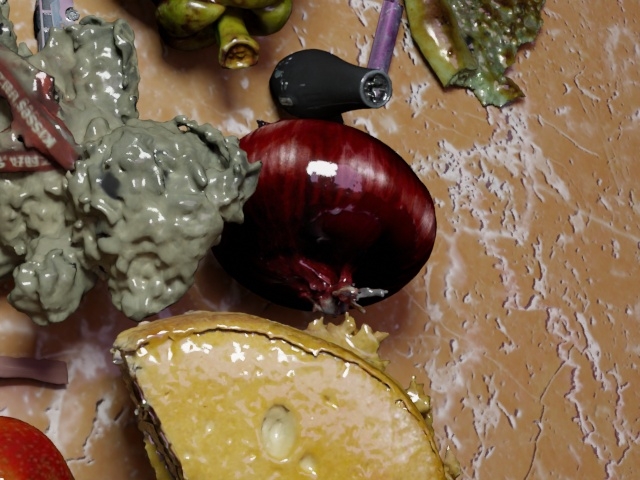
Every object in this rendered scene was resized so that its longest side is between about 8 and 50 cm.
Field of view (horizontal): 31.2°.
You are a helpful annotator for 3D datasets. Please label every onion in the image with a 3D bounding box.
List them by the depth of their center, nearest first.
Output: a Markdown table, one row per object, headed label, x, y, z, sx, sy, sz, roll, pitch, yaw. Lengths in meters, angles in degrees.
| label | x | y | z | sx | sy | sz | roll | pitch | yaw |
| --- | --- | --- | --- | --- | --- | --- | --- | --- | --- |
| onion | 0.000 | 0.000 | 1.300 | 0.273 | 0.273 | 0.285 | 16 | 48 | -22 |

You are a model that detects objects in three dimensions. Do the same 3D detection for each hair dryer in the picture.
| label | x | y | z | sx | sy | sz | roll | pitch | yaw |
| --- | --- | --- | --- | --- | --- | --- | --- | --- | --- |
| hair dryer | 0.048 | -0.116 | 1.451 | 0.091 | 0.235 | 0.271 | -36 | 115 | -21 |

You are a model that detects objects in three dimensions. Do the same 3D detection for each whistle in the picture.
| label | x | y | z | sx | sy | sz | roll | pitch | yaw |
| --- | --- | --- | --- | --- | --- | --- | --- | --- | --- |
| whistle | 0.090 | -0.280 | 1.609 | 0.033 | 0.033 | 0.176 | 25 | 61 | -18 |

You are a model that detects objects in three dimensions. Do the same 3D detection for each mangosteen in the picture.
| label | x | y | z | sx | sy | sz | roll | pitch | yaw |
| --- | --- | --- | --- | --- | --- | --- | --- | --- | --- |
| mangosteen | -0.140 | -0.387 | 1.398 | 0.297 | 0.313 | 0.297 | 4 | 34 | -3 |

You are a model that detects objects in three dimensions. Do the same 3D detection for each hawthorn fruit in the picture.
| label | x | y | z | sx | sy | sz | roll | pitch | yaw |
| --- | --- | --- | --- | --- | --- | --- | --- | --- | --- |
| hawthorn fruit | -0.327 | 0.247 | 1.102 | 0.188 | 0.169 | 0.169 | 49 | 56 | -5 |

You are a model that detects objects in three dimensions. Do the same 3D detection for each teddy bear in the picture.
| label | x | y | z | sx | sy | sz | roll | pitch | yaw |
| --- | --- | --- | --- | --- | --- | --- | --- | --- | --- |
| teddy bear | -0.248 | -0.077 | 1.165 | 0.224 | 0.368 | 0.357 | 42 | 55 | -59 |

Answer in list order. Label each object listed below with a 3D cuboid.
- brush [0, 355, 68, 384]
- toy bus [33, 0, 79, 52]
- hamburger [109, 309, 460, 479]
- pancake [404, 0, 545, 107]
| label | x | y | z | sx | sy | sz | roll | pitch | yaw |
| --- | --- | --- | --- | --- | --- | --- | --- | --- | --- |
| brush | -0.400 | 0.128 | 1.167 | 0.301 | 0.071 | 0.084 | 8 | 64 | -32 |
| toy bus | -0.315 | -0.236 | 1.371 | 0.052 | 0.037 | 0.130 | -1 | 72 | -24 |
| hamburger | -0.005 | 0.238 | 1.173 | 0.287 | 0.268 | 0.445 | -29 | 92 | -13 |
| pancake | 0.239 | -0.402 | 1.719 | 0.305 | 0.067 | 0.426 | 35 | 56 | -14 |
